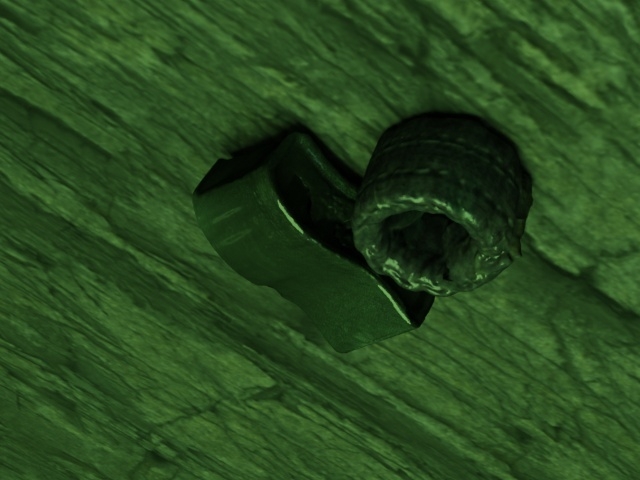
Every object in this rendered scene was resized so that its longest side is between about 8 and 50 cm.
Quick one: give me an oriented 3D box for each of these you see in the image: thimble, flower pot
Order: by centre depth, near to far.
[{"bbox_3d":[0.103,-0.027,1.041,0.150,0.098,0.150,14,145,10],"label":"thimble"},{"bbox_3d":[0.000,0.000,1.124,0.108,0.103,0.229,-21,128,43],"label":"flower pot"}]
